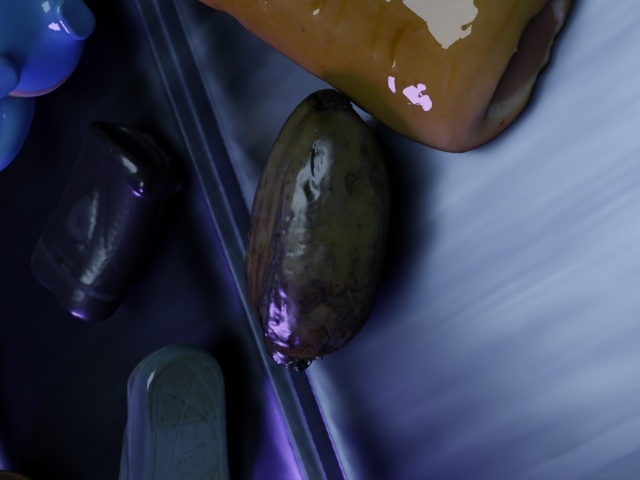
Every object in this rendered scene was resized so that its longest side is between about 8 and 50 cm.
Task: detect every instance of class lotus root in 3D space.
[{"bbox_3d":[0.000,0.000,0.394,0.089,0.081,0.179,46,130,53],"label":"lotus root"}]

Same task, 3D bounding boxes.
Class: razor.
[{"bbox_3d":[-0.167,-0.016,0.503,0.090,0.054,0.148,38,111,20],"label":"razor"}]

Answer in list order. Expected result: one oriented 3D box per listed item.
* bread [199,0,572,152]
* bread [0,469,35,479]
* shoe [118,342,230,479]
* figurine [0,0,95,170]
[{"bbox_3d":[-0.003,-0.176,0.379,0.305,0.091,0.142,38,117,21],"label":"bread"},{"bbox_3d":[-0.248,0.296,0.535,0.236,0.140,0.106,38,115,20],"label":"bread"},{"bbox_3d":[-0.114,0.160,0.496,0.078,0.079,0.195,-142,54,-58],"label":"shoe"},{"bbox_3d":[-0.302,-0.149,0.509,0.262,0.154,0.179,19,94,30],"label":"figurine"}]
